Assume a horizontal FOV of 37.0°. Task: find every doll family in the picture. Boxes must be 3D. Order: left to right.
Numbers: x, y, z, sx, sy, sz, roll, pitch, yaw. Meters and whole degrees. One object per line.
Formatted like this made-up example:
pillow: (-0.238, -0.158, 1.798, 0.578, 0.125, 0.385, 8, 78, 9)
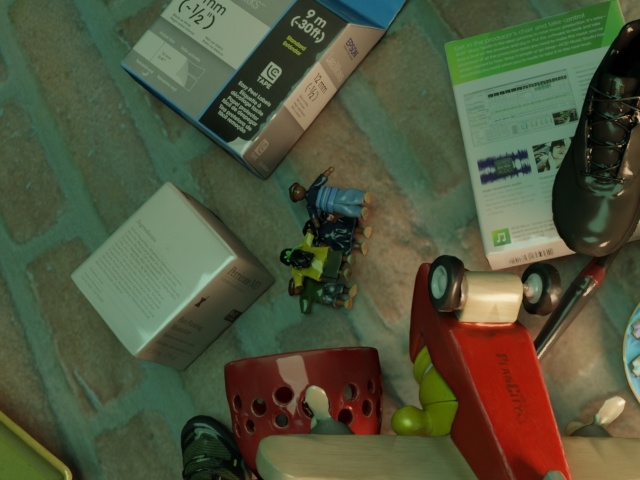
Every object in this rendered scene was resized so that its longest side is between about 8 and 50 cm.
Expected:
doll family: (0.000, 0.000, 1.272, 0.112, 0.076, 0.192, 11, 73, 23)

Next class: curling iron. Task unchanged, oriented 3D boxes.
curling iron: (0.320, 0.044, 1.184, 0.068, 0.035, 0.274, 26, 83, 25)

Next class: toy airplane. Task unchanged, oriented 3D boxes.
toy airplane: (0.177, 0.233, 1.007, 0.386, 0.272, 0.384, 37, 46, 11)

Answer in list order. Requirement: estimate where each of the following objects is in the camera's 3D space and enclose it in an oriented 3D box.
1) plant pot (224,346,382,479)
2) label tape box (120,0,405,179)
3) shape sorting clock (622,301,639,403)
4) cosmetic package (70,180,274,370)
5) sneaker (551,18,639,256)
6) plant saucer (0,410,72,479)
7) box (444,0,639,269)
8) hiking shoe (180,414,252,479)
plant pot: (-0.013, 0.222, 1.151, 0.191, 0.191, 0.174, -11, 78, 13)
label tape box: (-0.075, -0.299, 1.351, 0.249, 0.115, 0.347, 38, 90, 22)
shape sorting clock: (0.460, 0.134, 1.115, 0.206, 0.040, 0.206, -4, 74, 15)
cosmetic package: (-0.192, 0.050, 1.268, 0.184, 0.151, 0.151, -44, 69, 2)
sneaker: (0.327, -0.122, 1.086, 0.109, 0.130, 0.286, 11, 73, 20)
plant saucer: (-0.527, 0.366, 1.318, 0.333, 0.081, 0.332, 33, 87, 21)
box: (0.297, -0.137, 1.207, 0.233, 0.058, 0.321, -12, 66, 13)
hiking shoe: (-0.135, 0.326, 1.195, 0.086, 0.114, 0.226, -20, 71, 10)
